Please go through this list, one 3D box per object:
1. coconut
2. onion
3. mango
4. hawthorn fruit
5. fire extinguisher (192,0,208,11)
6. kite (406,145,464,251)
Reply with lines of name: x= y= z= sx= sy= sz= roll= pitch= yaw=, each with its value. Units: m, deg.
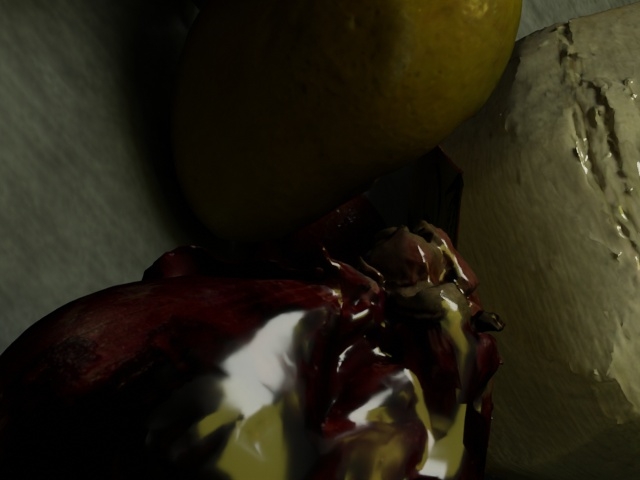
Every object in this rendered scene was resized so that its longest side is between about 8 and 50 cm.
coconut: x=0.236 y=0.027 z=1.257 sx=0.346 sy=0.346 sz=0.360 roll=-3 pitch=73 yaw=-58
onion: x=-0.052 y=0.113 z=0.872 sx=0.281 sy=0.281 sz=0.221 roll=32 pitch=17 yaw=-47
mango: x=0.007 y=-0.107 z=1.044 sx=0.167 sy=0.262 sz=0.130 roll=56 pitch=29 yaw=14
hawthorn fruit: x=0.000 y=0.000 z=1.138 sx=0.093 sy=0.093 sz=0.093 roll=31 pitch=51 yaw=-48
fire extinguisher: x=-0.027 y=-0.205 z=1.173 sx=0.252 sy=0.075 sz=0.106 roll=-34 pitch=145 yaw=-57
kite: x=0.058 y=0.066 z=1.061 sx=0.327 sy=0.013 sz=0.377 roll=101 pitch=-7 yaw=-51
